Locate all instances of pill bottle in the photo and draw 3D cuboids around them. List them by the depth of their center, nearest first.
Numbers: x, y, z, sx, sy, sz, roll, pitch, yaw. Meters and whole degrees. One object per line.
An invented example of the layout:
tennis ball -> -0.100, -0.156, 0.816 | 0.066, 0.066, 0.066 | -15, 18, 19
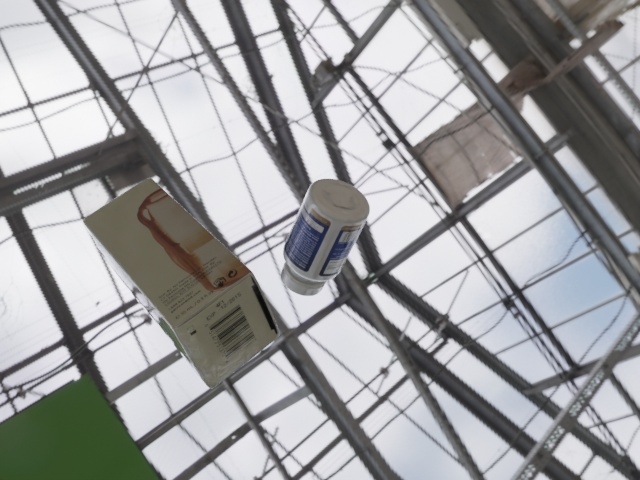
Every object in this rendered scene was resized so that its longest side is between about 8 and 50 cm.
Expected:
pill bottle -> 0.000, 0.000, 0.739 | 0.067, 0.120, 0.067 | 16, -142, -13

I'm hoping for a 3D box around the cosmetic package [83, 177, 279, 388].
cosmetic package -> -0.205, 0.052, 1.027 | 0.129, 0.153, 0.296 | -37, -131, -17
